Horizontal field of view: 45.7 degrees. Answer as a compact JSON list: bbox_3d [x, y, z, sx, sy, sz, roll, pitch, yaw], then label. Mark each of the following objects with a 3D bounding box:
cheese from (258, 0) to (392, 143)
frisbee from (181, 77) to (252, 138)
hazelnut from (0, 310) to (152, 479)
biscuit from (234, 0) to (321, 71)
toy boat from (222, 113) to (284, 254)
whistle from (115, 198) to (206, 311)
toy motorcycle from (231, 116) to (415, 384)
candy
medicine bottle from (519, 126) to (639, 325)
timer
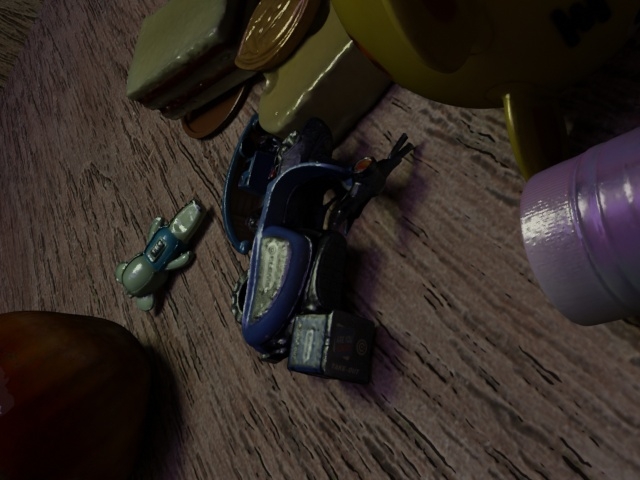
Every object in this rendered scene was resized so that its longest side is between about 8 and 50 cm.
[{"bbox_3d":[0.032,-0.361,1.137,0.384,0.104,0.384,-25,56,43],"label":"cheese"},{"bbox_3d":[-0.198,-0.313,1.476,0.251,0.021,0.251,-27,53,42],"label":"frisbee"},{"bbox_3d":[-0.461,0.285,1.287,0.409,0.359,0.359,6,78,57],"label":"hazelnut"},{"bbox_3d":[-0.060,-0.331,1.127,0.220,0.029,0.142,-41,46,34],"label":"biscuit"},{"bbox_3d":[-0.095,-0.085,1.172,0.097,0.100,0.223,-10,66,65],"label":"toy boat"},{"bbox_3d":[-0.285,0.020,1.387,0.114,0.077,0.236,48,108,20],"label":"whistle"},{"bbox_3d":[0.000,0.000,1.002,0.212,0.125,0.359,-4,72,42],"label":"toy motorcycle"},{"bbox_3d":[-0.216,-0.363,1.398,0.320,0.135,0.179,-17,61,44],"label":"candy"},{"bbox_3d":[0.303,-0.029,0.596,0.254,0.152,0.152,-24,55,43],"label":"medicine bottle"},{"bbox_3d":[0.167,-0.260,0.718,0.376,0.376,0.387,-25,50,44],"label":"timer"}]
